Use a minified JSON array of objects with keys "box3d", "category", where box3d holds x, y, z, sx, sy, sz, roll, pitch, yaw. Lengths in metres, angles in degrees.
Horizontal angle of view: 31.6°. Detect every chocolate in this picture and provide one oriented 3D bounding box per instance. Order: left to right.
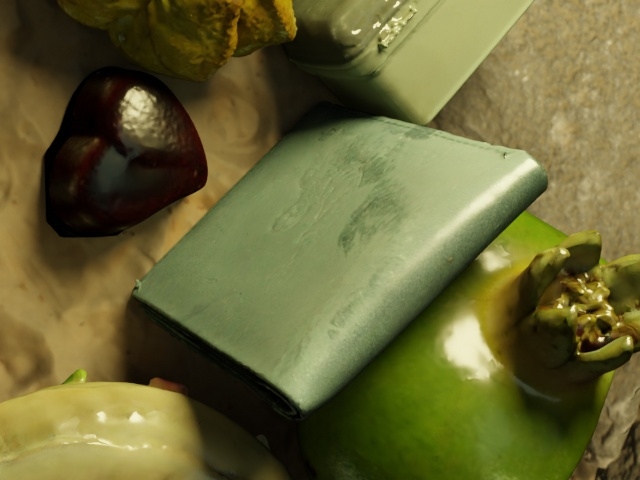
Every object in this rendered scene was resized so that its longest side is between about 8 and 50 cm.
[{"box3d":[-0.151,-0.060,0.909,0.125,0.080,0.148,26,83,-22],"category":"chocolate"}]

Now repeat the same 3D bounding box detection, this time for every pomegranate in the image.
[{"box3d":[0.107,0.082,0.895,0.216,0.358,0.309,33,58,0],"category":"pomegranate"}]

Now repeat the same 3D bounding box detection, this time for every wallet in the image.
[{"box3d":[0.001,0.001,0.867,0.251,0.290,0.054,-44,121,-13],"category":"wallet"}]

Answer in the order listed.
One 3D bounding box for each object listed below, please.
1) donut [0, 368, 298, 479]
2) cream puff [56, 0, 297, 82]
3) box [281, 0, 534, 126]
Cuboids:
[{"box3d":[-0.163,0.257,0.886,0.371,0.150,0.307,40,86,-22],"category":"donut"},{"box3d":[-0.108,-0.252,0.869,0.244,0.196,0.244,6,64,-12],"category":"cream puff"},{"box3d":[0.079,-0.204,0.958,0.210,0.148,0.129,-49,118,-9],"category":"box"}]
